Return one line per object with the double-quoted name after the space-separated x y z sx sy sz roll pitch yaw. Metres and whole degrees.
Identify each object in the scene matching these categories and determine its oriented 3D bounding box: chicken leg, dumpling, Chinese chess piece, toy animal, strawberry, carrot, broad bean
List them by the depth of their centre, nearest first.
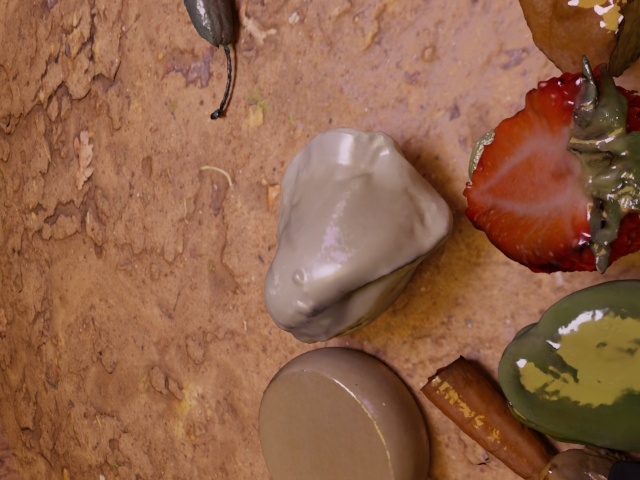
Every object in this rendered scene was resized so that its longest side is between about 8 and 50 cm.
0.220 -0.038 0.469 0.228 0.097 0.175 118 147 -67 "strawberry"
0.285 0.128 0.498 0.228 0.100 0.169 -43 77 36 "broad bean"
0.324 0.254 0.500 0.207 0.101 0.085 1 104 20 "chicken leg"
0.215 0.224 0.603 0.205 0.072 0.072 42 123 18 "carrot"
0.000 0.000 0.655 0.318 0.187 0.243 -36 78 42 "dumpling"
0.027 0.289 0.746 0.273 0.102 0.274 7 101 39 "Chinese chess piece"
-0.171 -0.327 0.834 0.079 0.070 0.253 -135 33 -68 "toy animal"

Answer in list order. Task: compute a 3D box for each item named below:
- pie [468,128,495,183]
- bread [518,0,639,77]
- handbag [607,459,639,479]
0.204 -0.082 0.577 0.085 0.017 0.085 9 105 37 "pie"
0.241 -0.273 0.439 0.134 0.129 0.261 31 115 34 "bread"
0.416 0.269 0.346 0.342 0.152 0.288 -21 113 38 "handbag"
